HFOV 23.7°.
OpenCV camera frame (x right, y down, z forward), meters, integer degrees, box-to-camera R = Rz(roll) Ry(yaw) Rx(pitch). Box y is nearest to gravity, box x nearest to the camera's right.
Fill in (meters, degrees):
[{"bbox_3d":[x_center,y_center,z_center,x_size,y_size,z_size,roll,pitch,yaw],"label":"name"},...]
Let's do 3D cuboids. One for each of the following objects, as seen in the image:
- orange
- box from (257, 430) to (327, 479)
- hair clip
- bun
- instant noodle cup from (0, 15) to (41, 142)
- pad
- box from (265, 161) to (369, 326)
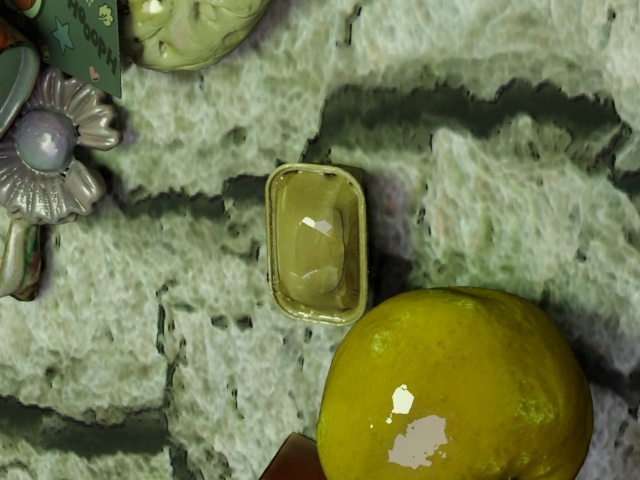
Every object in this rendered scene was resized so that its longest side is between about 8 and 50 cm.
[{"bbox_3d":[0.126,0.170,1.486,0.279,0.235,0.279,-14,132,-16],"label":"orange"},{"bbox_3d":[0.041,0.458,1.724,0.344,0.122,0.385,26,120,7],"label":"box"},{"bbox_3d":[-0.313,-0.049,1.650,0.173,0.069,0.300,24,120,11],"label":"hair clip"},{"bbox_3d":[-0.144,-0.270,1.457,0.210,0.116,0.237,2,117,20],"label":"bun"},{"bbox_3d":[-0.431,-0.182,1.520,0.231,0.243,0.243,36,121,7],"label":"instant noodle cup"},{"bbox_3d":[-0.273,-0.253,1.507,0.245,0.006,0.170,28,127,41],"label":"pad"},{"bbox_3d":[0.000,0.000,1.537,0.111,0.111,0.177,6,115,18],"label":"box"}]
